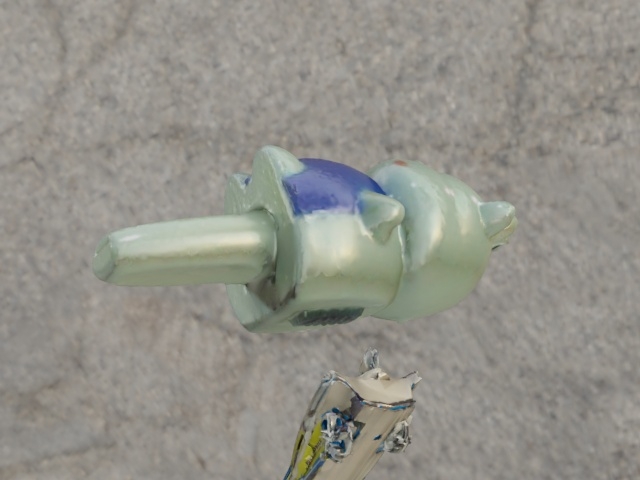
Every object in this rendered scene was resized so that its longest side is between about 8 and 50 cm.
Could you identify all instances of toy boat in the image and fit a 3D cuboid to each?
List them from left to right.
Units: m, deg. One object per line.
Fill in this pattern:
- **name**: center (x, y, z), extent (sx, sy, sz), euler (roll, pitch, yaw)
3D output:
- **toy boat**: center (0.006, 0.175, 0.985), extent (0.084, 0.210, 0.066), euler (2, 43, -35)

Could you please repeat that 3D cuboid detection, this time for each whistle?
- **whistle**: center (0.000, 0.000, 0.669), extent (0.244, 0.110, 0.092), euler (-1, 73, -28)
